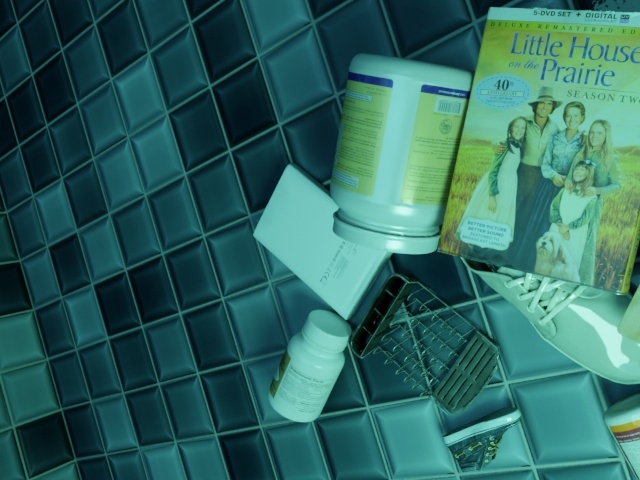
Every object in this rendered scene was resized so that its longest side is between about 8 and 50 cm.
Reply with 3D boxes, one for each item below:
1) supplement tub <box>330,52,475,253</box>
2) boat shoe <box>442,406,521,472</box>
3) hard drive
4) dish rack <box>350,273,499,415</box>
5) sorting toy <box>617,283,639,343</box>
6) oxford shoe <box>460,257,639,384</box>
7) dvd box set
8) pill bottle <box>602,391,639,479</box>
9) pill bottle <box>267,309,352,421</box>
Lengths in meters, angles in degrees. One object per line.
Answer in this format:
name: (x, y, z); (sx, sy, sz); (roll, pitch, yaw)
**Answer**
supplement tub: (0.147, -0.162, 1.279); (0.241, 0.241, 0.331); (19, 107, 32)
boat shoe: (0.327, 0.387, 1.344); (0.183, 0.065, 0.083); (-38, 76, 40)
hard drive: (0.000, 0.000, 1.530); (0.307, 0.040, 0.203); (41, 118, 24)
dish rack: (0.212, 0.214, 1.391); (0.271, 0.074, 0.208); (40, 118, 24)
sorting toy: (0.631, 0.078, 1.045); (0.255, 0.089, 0.257); (27, 110, 22)
oxford shoe: (0.393, 0.081, 1.210); (0.449, 0.130, 0.169); (47, 117, 19)
dvd box set: (0.377, -0.152, 1.111); (0.307, 0.062, 0.420); (15, 96, 30)
pill bottle: (0.568, 0.362, 1.129); (0.121, 0.121, 0.221); (-33, 78, 34)
pill bottle: (-0.020, 0.274, 1.529); (0.131, 0.131, 0.229); (35, 115, 26)
